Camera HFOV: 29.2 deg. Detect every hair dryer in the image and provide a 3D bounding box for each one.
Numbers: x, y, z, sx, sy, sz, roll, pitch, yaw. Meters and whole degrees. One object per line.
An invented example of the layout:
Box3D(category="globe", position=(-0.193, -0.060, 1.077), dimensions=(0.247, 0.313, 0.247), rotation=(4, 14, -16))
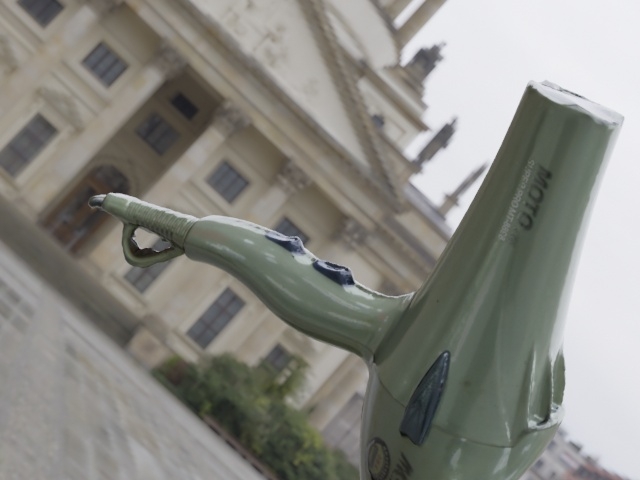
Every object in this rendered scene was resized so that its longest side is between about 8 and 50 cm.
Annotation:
Box3D(category="hair dryer", position=(0.015, -0.010, 0.428), dimensions=(0.199, 0.167, 0.067), rotation=(43, 30, 19))
